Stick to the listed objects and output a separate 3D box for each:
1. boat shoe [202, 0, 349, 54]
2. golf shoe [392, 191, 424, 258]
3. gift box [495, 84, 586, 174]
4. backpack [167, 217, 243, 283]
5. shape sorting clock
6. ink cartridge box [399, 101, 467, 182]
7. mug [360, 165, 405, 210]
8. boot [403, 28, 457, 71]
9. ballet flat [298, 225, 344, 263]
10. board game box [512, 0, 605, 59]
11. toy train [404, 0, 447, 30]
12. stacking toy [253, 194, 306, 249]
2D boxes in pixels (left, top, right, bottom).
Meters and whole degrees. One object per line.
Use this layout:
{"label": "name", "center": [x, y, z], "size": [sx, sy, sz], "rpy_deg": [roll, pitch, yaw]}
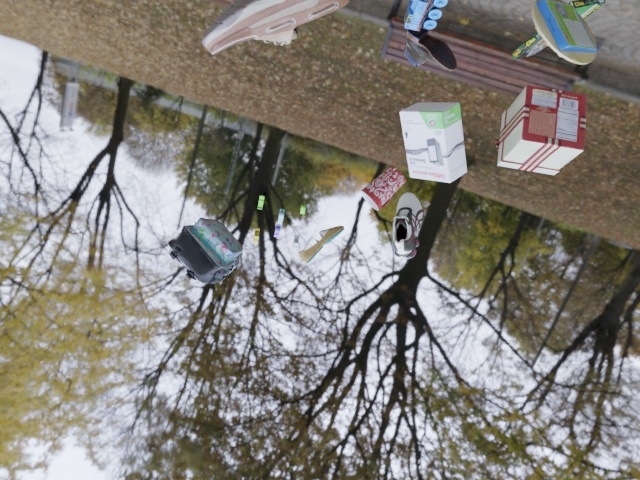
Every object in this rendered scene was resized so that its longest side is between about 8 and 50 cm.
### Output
{"label": "boat shoe", "center": [-0.090, -0.442, 0.949], "size": [0.116, 0.324, 0.123], "rpy_deg": [53, -150, -37]}
{"label": "golf shoe", "center": [0.318, -0.073, 1.755], "size": [0.105, 0.273, 0.120], "rpy_deg": [-4, 152, 23]}
{"label": "gift box", "center": [0.816, -0.409, 1.769], "size": [0.255, 0.277, 0.258], "rpy_deg": [15, 165, 3]}
{"label": "backpack", "center": [-0.398, 0.036, 1.731], "size": [0.225, 0.191, 0.253], "rpy_deg": [47, -179, 7]}
{"label": "shape sorting clock", "center": [0.604, -0.522, 1.188], "size": [0.206, 0.206, 0.040], "rpy_deg": [10, 154, -25]}
{"label": "ink cartridge box", "center": [0.424, -0.368, 1.795], "size": [0.114, 0.273, 0.198], "rpy_deg": [-32, -149, -30]}
{"label": "mug", "center": [0.265, -0.221, 2.017], "size": [0.113, 0.169, 0.150], "rpy_deg": [47, 178, 7]}
{"label": "boot", "center": [0.373, -0.635, 1.643], "size": [0.219, 0.082, 0.106], "rpy_deg": [50, 162, 13]}
{"label": "ballet flat", "center": [0.000, 0.000, 2.048], "size": [0.073, 0.232, 0.080], "rpy_deg": [47, 176, 4]}
{"label": "board game box", "center": [0.744, -0.668, 1.514], "size": [0.136, 0.030, 0.259], "rpy_deg": [-17, 173, -21]}
{"label": "toy train", "center": [0.332, -0.741, 1.509], "size": [0.105, 0.080, 0.184], "rpy_deg": [8, 163, -4]}
{"label": "stacking toy", "center": [-0.149, -0.059, 1.711], "size": [0.166, 0.221, 0.052], "rpy_deg": [10, -134, -6]}
